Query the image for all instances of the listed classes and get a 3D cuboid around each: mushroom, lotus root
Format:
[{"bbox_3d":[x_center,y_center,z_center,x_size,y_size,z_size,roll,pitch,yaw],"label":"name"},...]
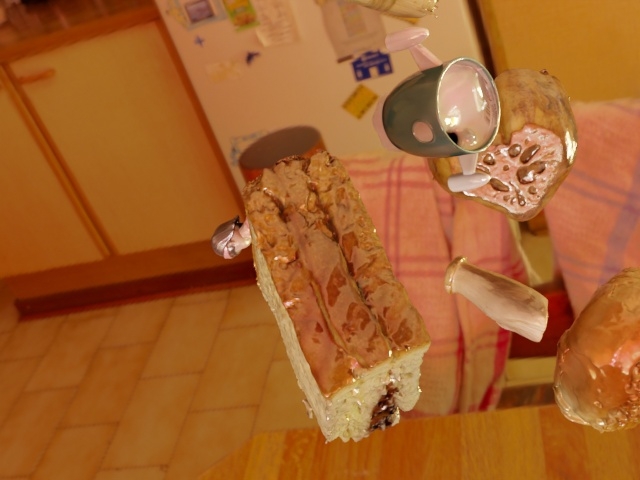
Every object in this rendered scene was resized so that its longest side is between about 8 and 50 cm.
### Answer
[{"bbox_3d":[0.353,0.114,1.442,0.108,0.096,0.247,-21,38,-34],"label":"mushroom"},{"bbox_3d":[0.367,-0.195,1.470,0.316,0.316,0.250,-15,29,10],"label":"lotus root"}]

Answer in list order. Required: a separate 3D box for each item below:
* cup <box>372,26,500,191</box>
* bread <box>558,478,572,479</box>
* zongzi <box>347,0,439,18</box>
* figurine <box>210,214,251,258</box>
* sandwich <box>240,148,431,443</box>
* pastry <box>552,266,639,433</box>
[{"bbox_3d":[0.184,-0.213,1.248,0.173,0.299,0.167,-4,30,48],"label":"cup"},{"bbox_3d":[0.442,0.561,1.135,0.361,0.250,0.394,-13,17,33],"label":"bread"},{"bbox_3d":[0.088,-0.406,0.977,0.195,0.197,0.099,10,13,-29],"label":"zongzi"},{"bbox_3d":[-0.122,-0.022,1.174,0.129,0.054,0.072,-38,27,25],"label":"figurine"},{"bbox_3d":[0.016,0.091,0.863,0.131,0.325,0.262,-21,62,-10],"label":"sandwich"},{"bbox_3d":[0.698,0.252,1.657,0.410,0.409,0.245,-38,55,-25],"label":"pastry"}]
